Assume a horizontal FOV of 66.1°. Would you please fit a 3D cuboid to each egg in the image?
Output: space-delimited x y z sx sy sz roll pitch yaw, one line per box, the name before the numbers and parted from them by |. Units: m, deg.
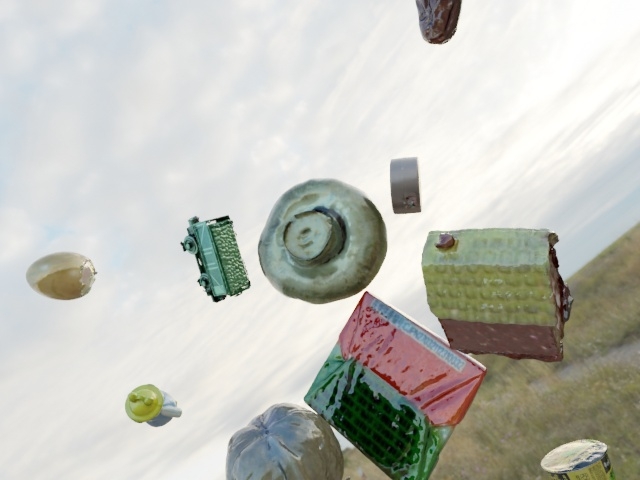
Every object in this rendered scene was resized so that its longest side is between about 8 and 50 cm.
egg | -0.412 0.057 0.781 0.096 0.080 0.080 -1 -28 -3

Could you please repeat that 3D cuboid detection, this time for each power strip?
power strip | 0.224 -0.142 1.294 0.078 0.154 0.154 -2 -17 14

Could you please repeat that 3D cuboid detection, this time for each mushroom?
mushroom | 0.000 0.000 1.301 0.352 0.352 0.260 -40 -18 3

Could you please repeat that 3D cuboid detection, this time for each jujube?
jujube | 0.168 -0.345 0.698 0.077 0.077 0.130 -12 -74 -49

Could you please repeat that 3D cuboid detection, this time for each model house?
model house | 0.281 0.069 0.784 0.254 0.195 0.160 50 -132 -44

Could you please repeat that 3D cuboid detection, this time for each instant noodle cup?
instant noodle cup | 0.601 0.544 1.121 0.151 0.122 0.151 -21 -11 -4

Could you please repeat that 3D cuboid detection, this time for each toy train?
toy train | -0.314 0.049 1.472 0.154 0.270 0.115 -14 5 33

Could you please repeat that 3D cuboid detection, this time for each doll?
doll | -0.441 0.433 1.286 0.098 0.135 0.241 -43 -17 -21

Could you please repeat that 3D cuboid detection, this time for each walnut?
walnut | -0.072 0.473 1.027 0.248 0.248 0.248 -32 -22 -15

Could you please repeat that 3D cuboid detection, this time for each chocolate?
chocolate | 0.191 0.362 1.221 0.161 0.360 0.342 19 -79 -59

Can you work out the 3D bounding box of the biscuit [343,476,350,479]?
biscuit | -0.060 0.824 1.426 0.378 0.054 0.094 -20 -47 -24
